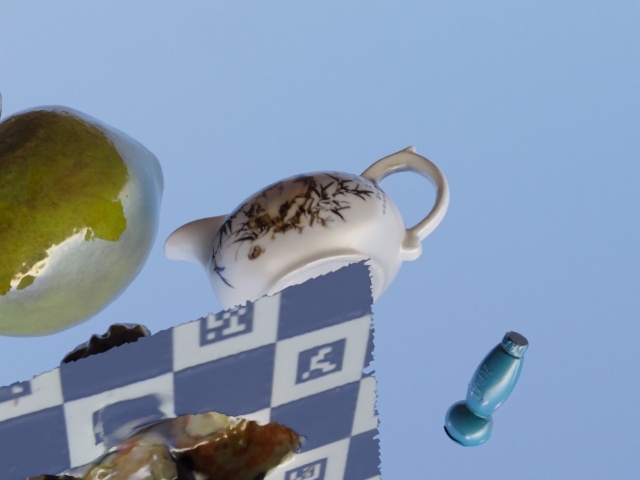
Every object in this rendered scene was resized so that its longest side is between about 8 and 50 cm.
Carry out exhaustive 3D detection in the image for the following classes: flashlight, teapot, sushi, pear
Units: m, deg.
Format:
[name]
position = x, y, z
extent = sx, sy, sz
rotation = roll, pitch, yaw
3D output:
[flashlight]
position = 0.165, 0.148, 1.138
extent = 0.051, 0.129, 0.051
rotation = 21, -155, -10
[teapot]
position = 0.000, 0.000, 1.217
extent = 0.300, 0.208, 0.166
rotation = -26, -135, -12
[sushi]
position = -0.079, 0.085, 0.462
extent = 0.210, 0.192, 0.040
rotation = -21, -129, -13
[pear]
position = -0.322, -0.020, 1.313
extent = 0.269, 0.269, 0.321
rotation = 19, -144, 27

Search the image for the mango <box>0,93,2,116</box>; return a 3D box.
[mango]
position = -0.329, -0.122, 0.936
extent = 0.115, 0.165, 0.089
rotation = -35, -110, -11
